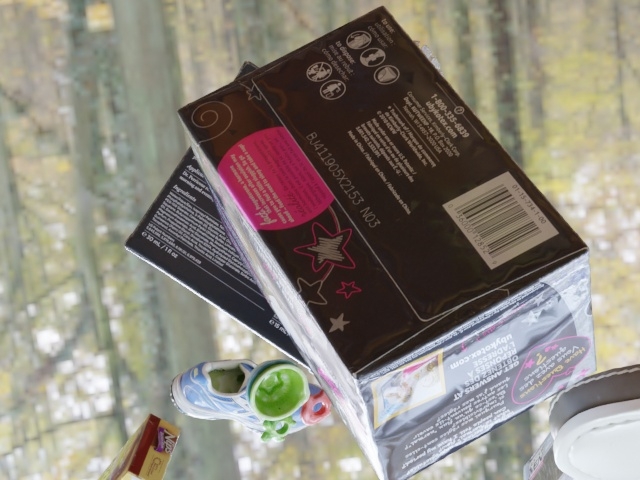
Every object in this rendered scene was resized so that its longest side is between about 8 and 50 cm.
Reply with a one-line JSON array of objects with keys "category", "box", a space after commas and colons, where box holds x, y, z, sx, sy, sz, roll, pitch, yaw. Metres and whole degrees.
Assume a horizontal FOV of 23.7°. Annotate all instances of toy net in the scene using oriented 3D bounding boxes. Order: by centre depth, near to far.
[{"category": "toy net", "box": [0.025, 0.136, 1.672, 0.232, 0.122, 0.045, -30, -148, -14]}]

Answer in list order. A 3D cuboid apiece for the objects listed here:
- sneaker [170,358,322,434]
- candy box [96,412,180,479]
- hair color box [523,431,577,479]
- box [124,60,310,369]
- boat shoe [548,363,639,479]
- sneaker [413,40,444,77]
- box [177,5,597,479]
[{"category": "sneaker", "box": [-0.083, 0.199, 1.965, 0.211, 0.080, 0.081, 7, 150, -24]}, {"category": "candy box", "box": [-0.261, 0.328, 2.039, 0.053, 0.186, 0.109, 30, -141, -10]}, {"category": "hair color box", "box": [0.459, 0.311, 1.891, 0.375, 0.185, 0.113, 11, -130, -9]}, {"category": "box", "box": [0.000, 0.000, 1.273, 0.261, 0.184, 0.103, 34, -177, 1]}, {"category": "boat shoe", "box": [0.288, 0.113, 1.120, 0.305, 0.109, 0.091, -2, -129, -26]}, {"category": "sneaker", "box": [0.144, -0.164, 2.013, 0.083, 0.190, 0.071, -39, -176, -33]}, {"category": "box", "box": [0.043, 0.000, 0.967, 0.163, 0.142, 0.247, -28, -127, -9]}]
